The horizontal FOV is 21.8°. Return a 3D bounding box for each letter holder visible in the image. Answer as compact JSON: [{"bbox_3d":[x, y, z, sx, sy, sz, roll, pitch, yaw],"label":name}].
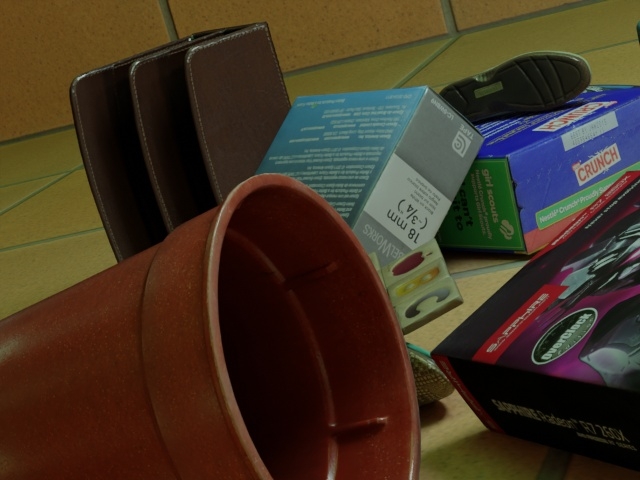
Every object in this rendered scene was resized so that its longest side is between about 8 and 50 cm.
[{"bbox_3d":[-0.143,-0.077,1.946,0.214,0.302,0.152,-24,15,-33],"label":"letter holder"}]

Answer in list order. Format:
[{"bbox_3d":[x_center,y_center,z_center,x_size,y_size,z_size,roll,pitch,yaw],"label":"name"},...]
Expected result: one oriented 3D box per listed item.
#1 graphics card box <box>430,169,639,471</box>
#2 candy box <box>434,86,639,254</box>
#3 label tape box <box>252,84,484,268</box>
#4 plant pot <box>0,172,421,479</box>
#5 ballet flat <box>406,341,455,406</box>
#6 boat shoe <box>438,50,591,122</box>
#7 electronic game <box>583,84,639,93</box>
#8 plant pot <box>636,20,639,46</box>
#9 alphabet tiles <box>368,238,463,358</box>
[{"bbox_3d":[0.246,0.049,1.153,0.233,0.094,0.371,-41,13,-13],"label":"graphics card box"},{"bbox_3d":[0.215,-0.083,1.941,0.268,0.122,0.317,-23,13,-34],"label":"candy box"},{"bbox_3d":[0.000,0.000,1.791,0.241,0.106,0.333,2,59,55],"label":"label tape box"},{"bbox_3d":[-0.108,0.122,1.194,0.265,0.272,0.272,-19,10,27],"label":"plant pot"},{"bbox_3d":[0.047,0.119,1.436,0.067,0.073,0.206,-47,18,-13],"label":"ballet flat"},{"bbox_3d":[0.230,-0.179,1.921,0.190,0.068,0.072,-8,3,31],"label":"boat shoe"},{"bbox_3d":[0.374,-0.189,2.291,0.229,0.048,0.229,-4,14,1],"label":"electronic game"},{"bbox_3d":[0.493,-0.175,1.915,0.166,0.165,0.234,-17,20,-4],"label":"plant pot"},{"bbox_3d":[-0.036,0.108,1.462,0.342,0.011,0.285,-29,15,6],"label":"alphabet tiles"}]
